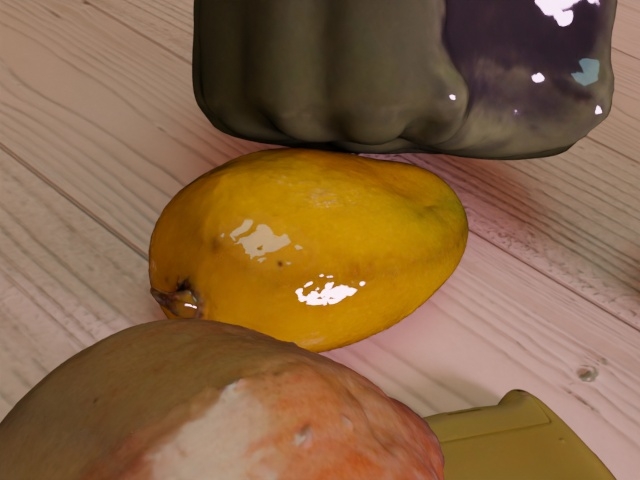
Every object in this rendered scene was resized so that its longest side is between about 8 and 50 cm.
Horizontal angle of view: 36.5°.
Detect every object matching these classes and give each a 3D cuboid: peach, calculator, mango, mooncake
[{"bbox_3d":[-0.033,0.127,0.441,0.232,0.232,0.232,7,35,-5],"label":"peach"},{"bbox_3d":[0.122,0.174,0.558,0.157,0.033,0.236,-5,40,-22],"label":"calculator"},{"bbox_3d":[0.000,0.000,0.709,0.317,0.119,0.176,-14,36,-43],"label":"mango"},{"bbox_3d":[0.058,-0.161,0.806,0.351,0.187,0.351,2,9,0],"label":"mooncake"}]
